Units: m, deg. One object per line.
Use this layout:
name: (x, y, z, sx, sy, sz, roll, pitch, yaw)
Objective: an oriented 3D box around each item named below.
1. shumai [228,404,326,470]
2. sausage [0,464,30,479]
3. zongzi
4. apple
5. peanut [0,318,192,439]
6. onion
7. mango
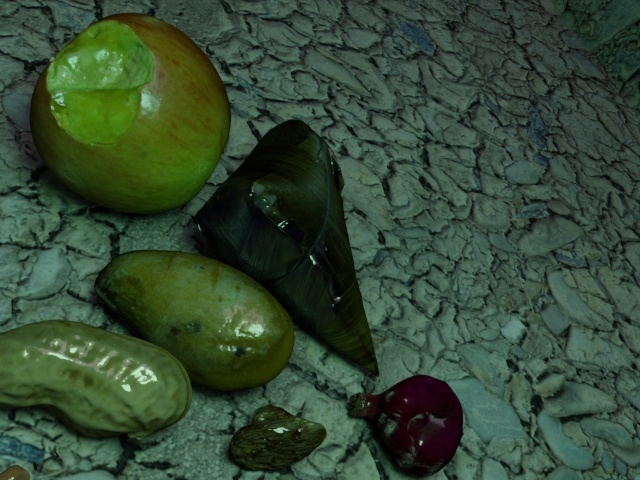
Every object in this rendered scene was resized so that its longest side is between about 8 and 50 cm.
shumai: (-0.075, 0.292, 1.112, 0.139, 0.123, 0.105, -25, 56, -27)
sausage: (-0.418, 0.325, 0.943, 0.034, 0.034, 0.083, 43, 46, 10)
zongzi: (0.000, 0.000, 1.386, 0.432, 0.207, 0.403, 47, 30, -14)
apple: (-0.312, -0.209, 1.252, 0.339, 0.340, 0.340, 16, 47, -18)
peanut: (-0.343, 0.193, 1.029, 0.324, 0.140, 0.154, 11, 91, -12)
onion: (0.150, 0.292, 1.223, 0.198, 0.135, 0.173, 22, 42, -9)
mango: (-0.197, 0.118, 1.167, 0.329, 0.176, 0.176, 28, 18, 20)
